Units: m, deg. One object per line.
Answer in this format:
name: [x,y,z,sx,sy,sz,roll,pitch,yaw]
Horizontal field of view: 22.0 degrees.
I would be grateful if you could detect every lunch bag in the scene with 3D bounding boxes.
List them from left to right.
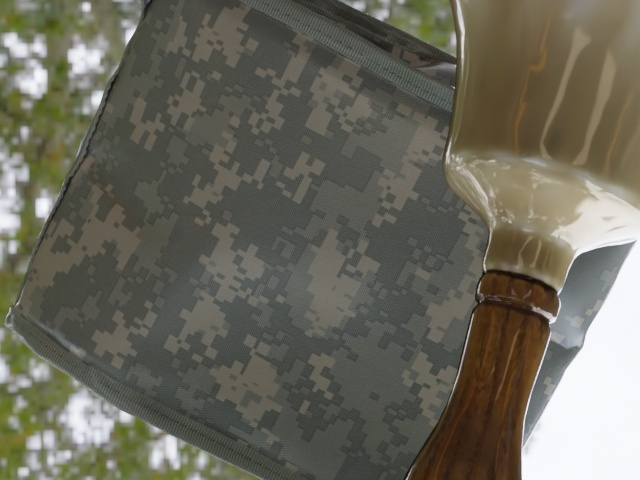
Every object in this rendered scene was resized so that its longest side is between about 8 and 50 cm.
lunch bag: [0.000,0.000,0.877,0.287,0.235,0.169,27,-168,3]

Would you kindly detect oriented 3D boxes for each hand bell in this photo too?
hand bell: [0.056,0.026,0.497,0.126,0.242,0.126,17,168,4]
